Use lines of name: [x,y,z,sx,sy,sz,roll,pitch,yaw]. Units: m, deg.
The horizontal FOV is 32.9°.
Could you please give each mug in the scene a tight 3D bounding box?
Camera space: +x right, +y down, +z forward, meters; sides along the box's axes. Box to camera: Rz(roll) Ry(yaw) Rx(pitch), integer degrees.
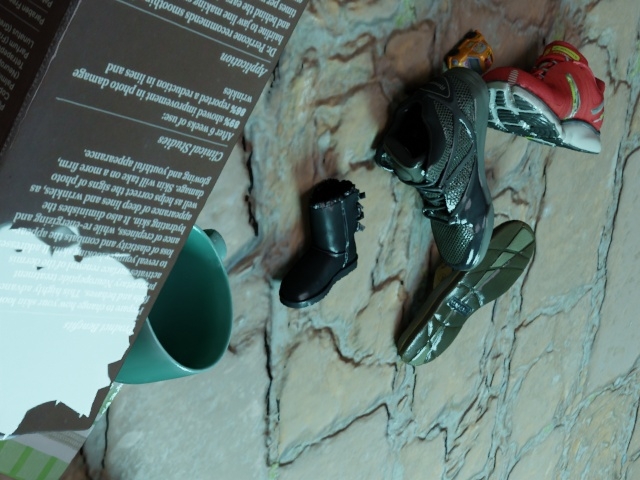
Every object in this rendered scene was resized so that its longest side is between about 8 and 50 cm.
mug: [-0.140,0.053,0.893,0.158,0.097,0.129,10,69,-63]

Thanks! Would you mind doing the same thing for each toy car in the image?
toy car: [0.164,-0.227,1.145,0.060,0.041,0.122,-32,132,-34]

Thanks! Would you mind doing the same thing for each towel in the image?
towel: [-0.227,0.131,0.917,0.152,0.023,0.113,-55,139,-8]

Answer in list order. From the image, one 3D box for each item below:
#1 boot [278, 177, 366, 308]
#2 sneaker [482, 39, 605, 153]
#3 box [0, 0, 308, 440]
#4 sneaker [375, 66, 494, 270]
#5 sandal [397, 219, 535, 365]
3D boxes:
boot: [0.000,0.000,1.081,0.121,0.045,0.099,-35,136,-41]
sneaker: [0.255,-0.175,1.247,0.279,0.107,0.118,6,97,-60]
box: [-0.177,-0.060,0.719,0.191,0.143,0.381,12,109,-56]
sneaker: [0.119,-0.059,1.154,0.130,0.087,0.227,-27,126,-35]
sandal: [0.165,0.055,1.295,0.219,0.060,0.090,-49,135,4]
